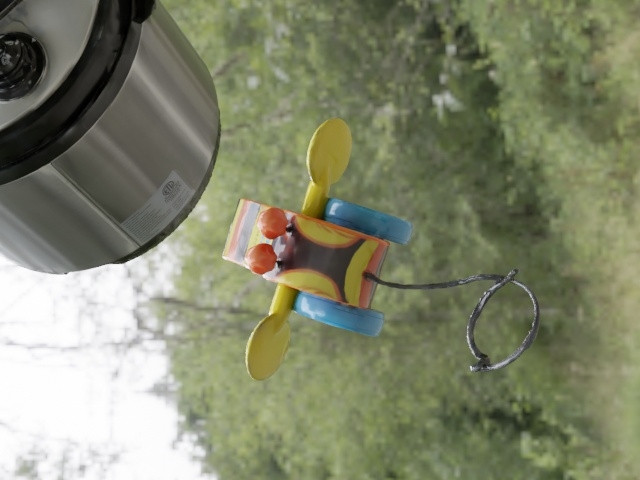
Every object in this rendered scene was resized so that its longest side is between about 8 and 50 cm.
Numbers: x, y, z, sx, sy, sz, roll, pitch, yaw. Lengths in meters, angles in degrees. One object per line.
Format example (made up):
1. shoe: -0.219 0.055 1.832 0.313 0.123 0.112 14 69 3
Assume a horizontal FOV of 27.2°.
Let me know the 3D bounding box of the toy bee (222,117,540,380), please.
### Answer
1. toy bee: 0.000 0.000 0.978 0.162 0.298 0.195 18 -111 -35

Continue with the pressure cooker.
1. pressure cooker: -0.335 -0.191 1.508 0.420 0.375 0.370 52 -138 -62
